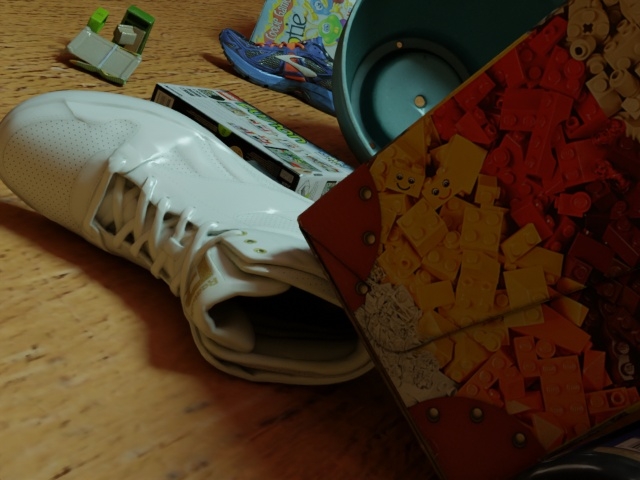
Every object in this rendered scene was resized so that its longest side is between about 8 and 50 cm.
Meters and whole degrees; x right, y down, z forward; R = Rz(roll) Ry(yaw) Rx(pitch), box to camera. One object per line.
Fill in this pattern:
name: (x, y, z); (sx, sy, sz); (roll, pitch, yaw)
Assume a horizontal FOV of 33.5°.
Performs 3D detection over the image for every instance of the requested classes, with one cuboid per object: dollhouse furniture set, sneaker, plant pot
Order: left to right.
dollhouse furniture set: (-0.239, -0.209, 1.201); (0.076, 0.058, 0.151); (29, 37, -7)
sneaker: (-0.085, -0.006, 0.682); (0.293, 0.108, 0.169); (22, 15, -7)
sneaker: (-0.031, -0.242, 1.437); (0.221, 0.087, 0.083); (21, 18, -7)
plant pot: (0.138, -0.168, 1.193); (0.293, 0.293, 0.196); (19, -7, -13)

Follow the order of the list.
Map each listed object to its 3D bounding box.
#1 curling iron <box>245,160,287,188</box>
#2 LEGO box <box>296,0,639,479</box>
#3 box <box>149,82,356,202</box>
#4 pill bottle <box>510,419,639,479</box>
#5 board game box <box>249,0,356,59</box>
curling iron: (0.000, 0.000, 0.887); (0.068, 0.035, 0.274); (22, 12, -44)
LEGO box: (0.284, -0.043, 0.718); (0.500, 0.372, 0.193); (-4, 60, -59)
box: (-0.065, -0.097, 1.071); (0.207, 0.036, 0.114); (34, 21, 30)
pill bottle: (0.181, 0.150, 0.539); (0.123, 0.122, 0.219); (35, 22, 32)
board game box: (-0.006, -0.335, 1.639); (0.142, 0.144, 0.275); (24, 19, -1)
